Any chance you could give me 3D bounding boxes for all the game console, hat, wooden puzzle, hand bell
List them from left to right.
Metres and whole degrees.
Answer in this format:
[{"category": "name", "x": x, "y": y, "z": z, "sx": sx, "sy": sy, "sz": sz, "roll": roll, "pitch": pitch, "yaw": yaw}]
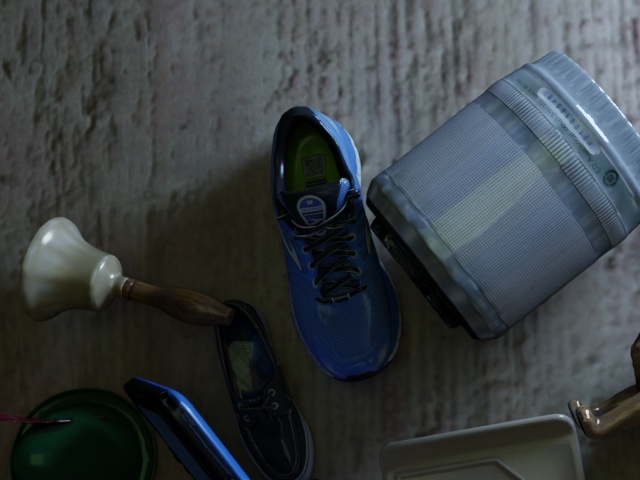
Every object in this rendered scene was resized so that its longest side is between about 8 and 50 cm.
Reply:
[{"category": "hat", "x": -0.312, "y": 0.240, "z": 1.774, "sx": 0.208, "sy": 0.183, "sz": 0.173, "roll": -9, "pitch": 75, "yaw": 11}, {"category": "hand bell", "x": -0.211, "y": 0.060, "z": 1.813, "sx": 0.242, "sy": 0.126, "sz": 0.126, "roll": 14, "pitch": 80, "yaw": 22}, {"category": "game console", "x": -0.161, "y": 0.294, "z": 1.650, "sx": 0.173, "sy": 0.293, "sz": 0.250, "roll": -39, "pitch": 98, "yaw": -13}, {"category": "wooden puzzle", "x": 0.186, "y": 0.321, "z": 1.705, "sx": 0.221, "sy": 0.044, "sz": 0.239, "roll": -12, "pitch": 79, "yaw": 16}]

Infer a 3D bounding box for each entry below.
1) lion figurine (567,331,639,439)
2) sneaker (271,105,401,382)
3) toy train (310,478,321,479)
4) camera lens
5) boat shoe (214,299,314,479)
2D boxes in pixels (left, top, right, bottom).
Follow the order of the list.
[{"category": "lion figurine", "x": 0.411, "y": 0.225, "z": 1.644, "sx": 0.240, "sy": 0.142, "sz": 0.392, "roll": -21, "pitch": 84, "yaw": 2}, {"category": "sneaker", "x": 0.000, "y": 0.000, "z": 1.780, "sx": 0.129, "sy": 0.147, "sz": 0.330, "roll": -18, "pitch": 73, "yaw": 9}, {"category": "toy train", "x": 0.017, "y": 0.370, "z": 1.683, "sx": 0.105, "sy": 0.143, "sz": 0.248, "roll": -30, "pitch": 71, "yaw": 5}, {"category": "camera lens", "x": 0.204, "y": -0.044, "z": 1.702, "sx": 0.274, "sy": 0.219, "sz": 0.219, "roll": -38, "pitch": 71, "yaw": 2}, {"category": "boat shoe", "x": -0.069, "y": 0.170, "z": 1.790, "sx": 0.080, "sy": 0.076, "sz": 0.228, "roll": -18, "pitch": 72, "yaw": 9}]
